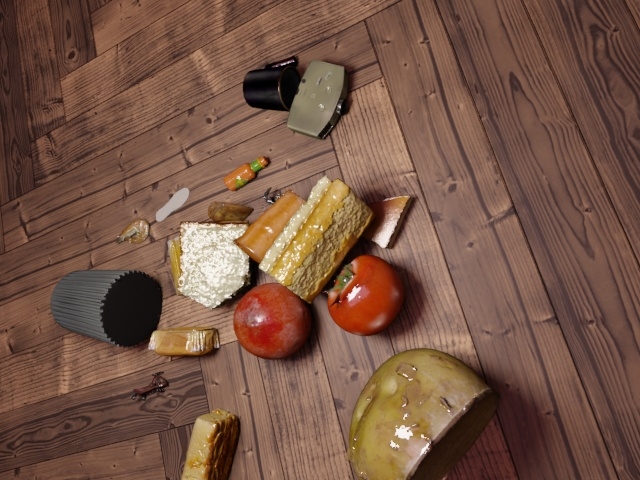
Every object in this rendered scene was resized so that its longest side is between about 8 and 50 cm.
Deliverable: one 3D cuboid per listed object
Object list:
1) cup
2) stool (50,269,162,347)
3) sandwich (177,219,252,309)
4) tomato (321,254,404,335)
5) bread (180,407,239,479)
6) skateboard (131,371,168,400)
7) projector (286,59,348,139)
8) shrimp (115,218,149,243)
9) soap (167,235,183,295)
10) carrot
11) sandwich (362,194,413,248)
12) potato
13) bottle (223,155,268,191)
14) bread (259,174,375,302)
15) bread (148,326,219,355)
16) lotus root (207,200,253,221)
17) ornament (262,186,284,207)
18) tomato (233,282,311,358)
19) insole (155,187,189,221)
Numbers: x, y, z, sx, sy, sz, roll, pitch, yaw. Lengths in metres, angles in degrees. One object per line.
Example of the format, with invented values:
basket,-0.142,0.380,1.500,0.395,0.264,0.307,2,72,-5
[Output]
cup,-0.164,-0.589,1.863,0.177,0.239,0.166,8,127,29
stool,-0.853,0.254,1.930,0.330,0.297,0.297,2,83,28
sandwich,-0.382,0.088,1.788,0.262,0.131,0.325,-1,85,-2
tomato,0.141,0.174,1.539,0.224,0.256,0.255,38,98,-9
bread,-0.382,0.745,1.706,0.114,0.185,0.274,10,85,18
skateboard,-0.669,0.573,1.924,0.151,0.067,0.080,-22,64,13
projector,0.006,-0.509,1.785,0.194,0.088,0.269,23,92,23
shrimp,-0.800,-0.026,2.082,0.180,0.041,0.099,-28,87,15
soap,-0.513,0.092,1.918,0.140,0.073,0.232,-20,75,17
carrot,-0.146,-0.035,1.662,0.196,0.196,0.254,34,81,23
sandwich,0.201,-0.087,1.655,0.162,0.058,0.193,27,95,25
potato,0.243,0.501,1.380,0.319,0.385,0.442,35,84,38
bottle,-0.284,-0.263,1.880,0.187,0.069,0.069,-32,71,16
bread,0.000,0.000,1.556,0.165,0.236,0.375,32,87,41
bread,-0.513,0.382,1.840,0.241,0.136,0.106,-6,82,23
lotus root,-0.361,-0.101,1.868,0.159,0.135,0.095,0,83,36
ornament,-0.163,-0.073,1.797,0.202,0.080,0.236,-35,73,11
tomato,-0.166,0.273,1.652,0.265,0.265,0.264,-4,81,22
insole,-0.618,-0.147,2.036,0.197,0.004,0.065,-40,69,13
